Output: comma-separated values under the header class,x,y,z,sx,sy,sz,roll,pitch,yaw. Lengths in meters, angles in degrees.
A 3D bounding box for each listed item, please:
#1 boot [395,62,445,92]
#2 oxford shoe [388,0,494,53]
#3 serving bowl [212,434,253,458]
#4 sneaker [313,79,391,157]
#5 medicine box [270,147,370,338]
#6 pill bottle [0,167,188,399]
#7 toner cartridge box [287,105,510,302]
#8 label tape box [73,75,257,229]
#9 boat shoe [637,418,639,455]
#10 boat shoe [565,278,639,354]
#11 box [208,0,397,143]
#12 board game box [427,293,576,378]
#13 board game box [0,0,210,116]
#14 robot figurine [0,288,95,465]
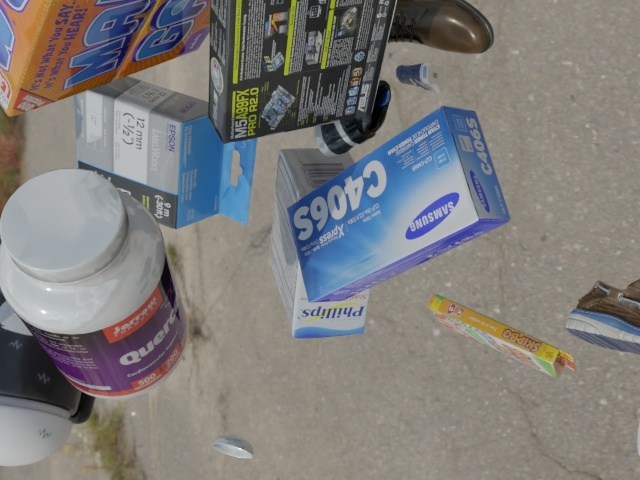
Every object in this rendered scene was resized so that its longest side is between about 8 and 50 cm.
class,x,y,z,sx,sy,sz,roll,pitch,yaw
boot,0.259,-0.420,1.919,0.086,0.190,0.069,7,92,24
oxford shoe,0.126,-0.298,1.038,0.227,0.096,0.083,23,142,20
serving bowl,-0.168,0.400,1.470,0.083,0.083,0.027,-30,36,52
sneaker,0.050,-0.241,1.134,0.121,0.079,0.217,-17,71,37
medicine box,0.000,0.000,1.481,0.263,0.149,0.289,-113,25,-56
pill bottle,-0.264,0.058,0.894,0.323,0.181,0.182,93,162,-60
toner cartridge box,0.096,-0.039,1.090,0.348,0.075,0.165,-31,68,44
label tape box,-0.309,-0.163,1.488,0.347,0.115,0.249,21,127,13
boat shoe,0.476,0.304,0.873,0.156,0.135,0.367,22,131,55
boat shoe,0.281,0.063,0.630,0.183,0.066,0.066,10,75,65
box,-0.021,-0.252,0.894,0.270,0.216,0.060,100,148,-48
board game box,0.321,0.173,1.326,0.259,0.124,0.039,21,78,28
board game box,-0.333,-0.456,1.033,0.356,0.356,0.356,56,143,1
robot figurine,-0.423,0.177,1.071,0.173,0.209,0.278,120,157,-64
